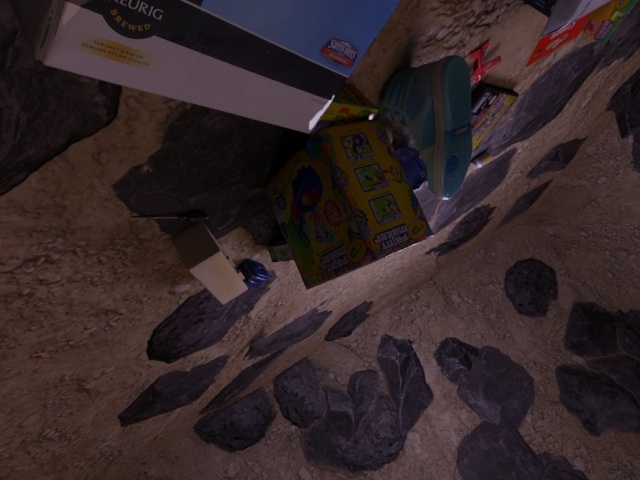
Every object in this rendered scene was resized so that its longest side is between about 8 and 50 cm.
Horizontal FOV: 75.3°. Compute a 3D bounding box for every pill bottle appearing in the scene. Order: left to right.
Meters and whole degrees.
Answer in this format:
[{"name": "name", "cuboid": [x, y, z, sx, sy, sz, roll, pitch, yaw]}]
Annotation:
[{"name": "pill bottle", "cuboid": [0.658, -0.326, 1.701, 0.083, 0.043, 0.043, -33, 156, -7]}]

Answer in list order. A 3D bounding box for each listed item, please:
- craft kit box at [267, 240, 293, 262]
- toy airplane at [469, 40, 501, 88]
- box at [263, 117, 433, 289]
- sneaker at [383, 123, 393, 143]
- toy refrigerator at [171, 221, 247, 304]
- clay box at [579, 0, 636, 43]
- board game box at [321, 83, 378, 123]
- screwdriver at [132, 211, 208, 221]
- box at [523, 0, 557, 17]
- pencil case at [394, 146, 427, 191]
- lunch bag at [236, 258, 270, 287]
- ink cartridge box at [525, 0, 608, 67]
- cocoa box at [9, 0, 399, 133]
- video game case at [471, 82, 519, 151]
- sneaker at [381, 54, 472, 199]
[{"name": "craft kit box", "cuboid": [0.000, 0.000, 1.223, 0.250, 0.061, 0.247, -20, -173, -27]}, {"name": "toy airplane", "cuboid": [0.434, -0.477, 1.137, 0.151, 0.028, 0.151, -31, 155, -16]}, {"name": "box", "cuboid": [0.048, -0.070, 0.938, 0.177, 0.279, 0.290, -20, 173, -33]}, {"name": "sneaker", "cuboid": [0.091, -0.229, 1.099, 0.128, 0.087, 0.221, -1, 149, -20]}, {"name": "toy refrigerator", "cuboid": [-0.274, 0.065, 1.076, 0.094, 0.102, 0.269, -32, 155, -11]}, {"name": "clay box", "cuboid": [0.626, -0.578, 0.971, 0.053, 0.222, 0.127, -26, 155, -23]}, {"name": "board game box", "cuboid": [0.028, -0.287, 0.852, 0.181, 0.092, 0.043, -10, 144, -45]}, {"name": "screwdriver", "cuboid": [-0.325, -0.050, 0.905, 0.170, 0.024, 0.025, -6, 171, -40]}, {"name": "box", "cuboid": [0.511, -0.581, 0.892, 0.093, 0.156, 0.158, -40, 156, 6]}, {"name": "pencil case", "cuboid": [0.251, -0.196, 1.184, 0.133, 0.119, 0.306, -20, -179, 15]}, {"name": "lunch bag", "cuboid": [-0.205, 0.098, 1.274, 0.065, 0.067, 0.098, -41, 155, 10]}, {"name": "ink cartridge box", "cuboid": [0.557, -0.484, 0.870, 0.189, 0.066, 0.232, -32, 152, -13]}, {"name": "cocoa box", "cuboid": [-0.117, -0.300, 0.454, 0.347, 0.231, 0.228, -3, 140, -51]}, {"name": "video game case", "cuboid": [0.515, -0.391, 1.400, 0.248, 0.035, 0.275, -12, 146, -43]}, {"name": "sneaker", "cuboid": [0.246, -0.264, 1.001, 0.127, 0.208, 0.319, -19, 114, -37]}]
